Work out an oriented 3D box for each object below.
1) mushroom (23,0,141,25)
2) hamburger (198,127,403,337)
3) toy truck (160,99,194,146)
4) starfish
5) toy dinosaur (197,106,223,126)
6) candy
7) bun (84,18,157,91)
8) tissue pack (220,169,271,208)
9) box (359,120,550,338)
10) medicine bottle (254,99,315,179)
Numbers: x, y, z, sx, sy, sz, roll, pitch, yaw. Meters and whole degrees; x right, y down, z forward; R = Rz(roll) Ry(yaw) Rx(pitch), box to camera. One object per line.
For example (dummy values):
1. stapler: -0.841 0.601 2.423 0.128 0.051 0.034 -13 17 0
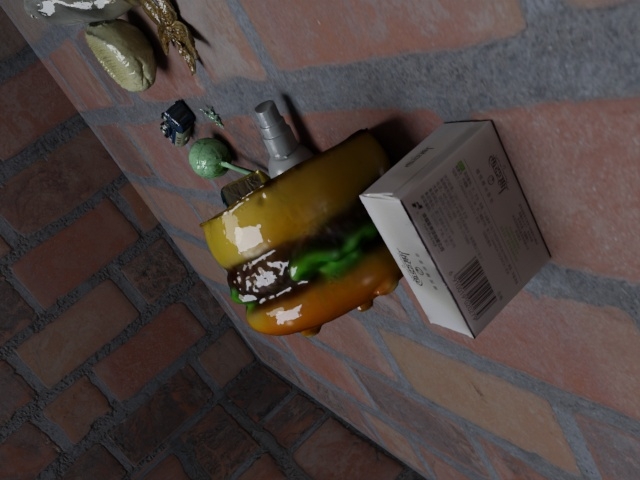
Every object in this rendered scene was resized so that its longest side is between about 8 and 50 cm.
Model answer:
1. mushroom: -0.605 -0.606 1.530 0.351 0.097 0.109 4 138 15
2. hamburger: 0.000 0.000 1.104 0.278 0.395 0.395 61 159 -5
3. toy truck: -0.437 -0.348 1.850 0.088 0.074 0.201 45 161 -3
4. starfish: -0.365 -0.501 1.437 0.277 0.062 0.236 41 159 14
5. toy dinosaur: -0.297 -0.339 1.651 0.083 0.021 0.062 32 167 37
6. candy: -0.206 -0.189 1.641 0.439 0.119 0.119 23 149 38
7. bun: -0.526 -0.516 1.648 0.220 0.134 0.220 36 160 15
8. tissue pack: -0.119 -0.033 1.528 0.192 0.134 0.271 65 -175 25
9. box: 0.207 -0.017 0.902 0.260 0.194 0.111 58 158 -21
10. medicine bottle: -0.054 -0.148 1.345 0.110 0.110 0.352 26 150 48
